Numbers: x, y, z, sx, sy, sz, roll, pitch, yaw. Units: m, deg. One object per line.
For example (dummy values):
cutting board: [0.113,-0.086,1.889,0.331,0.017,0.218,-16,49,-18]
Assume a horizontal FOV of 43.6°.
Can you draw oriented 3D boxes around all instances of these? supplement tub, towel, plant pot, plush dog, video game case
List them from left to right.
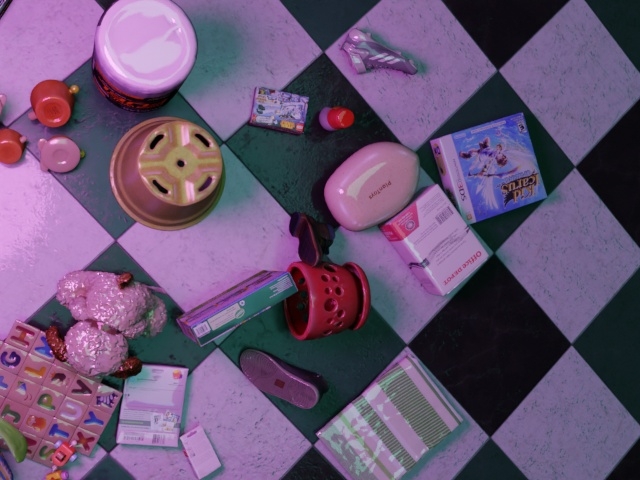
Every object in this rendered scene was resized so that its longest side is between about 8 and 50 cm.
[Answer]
plush dog: [-0.472,0.191,1.766,0.262,0.210,0.225,23,70,-17]
supplement tub: [-0.391,-0.395,1.747,0.207,0.338,0.207,0,89,-17]
plant pot: [-0.330,-0.163,1.806,0.276,0.254,0.276,0,89,-16]
plant pot: [0.018,0.143,1.944,0.174,0.191,0.191,0,89,-24]
towel: [0.183,0.482,2.066,0.325,0.038,0.248,-39,99,-12]
video game case: [0.453,-0.190,2.147,0.269,0.061,0.244,-19,95,-17]

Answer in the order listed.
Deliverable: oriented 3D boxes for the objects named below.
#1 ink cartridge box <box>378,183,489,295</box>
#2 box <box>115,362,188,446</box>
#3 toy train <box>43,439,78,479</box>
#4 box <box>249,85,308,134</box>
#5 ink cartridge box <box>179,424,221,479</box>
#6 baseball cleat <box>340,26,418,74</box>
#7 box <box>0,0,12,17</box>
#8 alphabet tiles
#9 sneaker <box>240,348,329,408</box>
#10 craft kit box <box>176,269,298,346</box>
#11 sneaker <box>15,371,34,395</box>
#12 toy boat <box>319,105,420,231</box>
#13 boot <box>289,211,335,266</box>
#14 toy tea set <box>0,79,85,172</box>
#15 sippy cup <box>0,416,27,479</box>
ink cartridge box: [0.293,0.000,2.073,0.172,0.100,0.237,-40,99,-14]
box: [-0.397,0.387,1.888,0.145,0.038,0.186,8,88,-18]
toy train: [-0.559,0.537,1.799,0.166,0.046,0.125,45,98,2]
box: [-0.103,-0.323,1.996,0.137,0.027,0.094,10,85,-16]
ink cartridge box: [-0.292,0.505,1.917,0.063,0.029,0.115,-28,97,-28]
baseball cleat: [0.147,-0.460,2.063,0.206,0.072,0.109,29,95,-10]
box: [-0.773,-0.591,1.787,0.184,0.045,0.190,33,79,-16]
alphabet tiles: [-0.638,0.348,1.794,0.342,0.011,0.285,28,94,-16]
sneaker: [-0.090,0.335,1.971,0.222,0.118,0.083,31,100,14]
craft kit box: [-0.198,0.149,1.845,0.250,0.246,0.061,-29,100,-15]
sneaker: [-0.674,0.313,1.804,0.069,0.038,0.098,-16,93,-17]
toy boat: [0.102,-0.198,2.010,0.267,0.148,0.318,-32,106,-10]
boot: [0.000,0.000,1.934,0.106,0.219,0.082,12,117,-22]
toy tea set: [-0.699,-0.266,1.789,0.336,0.124,0.200,2,118,-20]
sippy cup: [-0.773,0.476,1.678,0.240,0.305,0.224,-47,121,-37]
